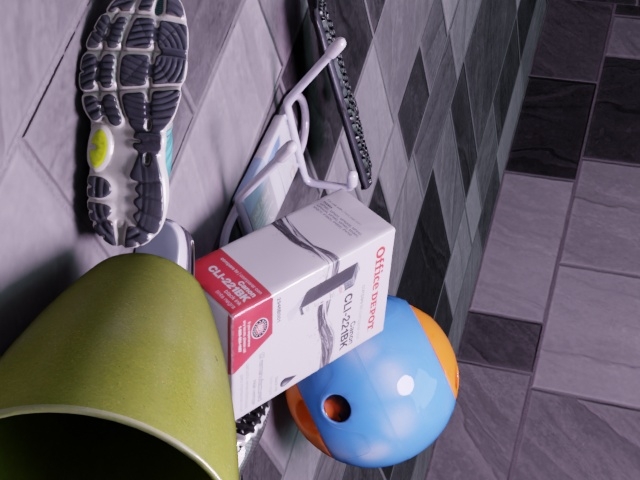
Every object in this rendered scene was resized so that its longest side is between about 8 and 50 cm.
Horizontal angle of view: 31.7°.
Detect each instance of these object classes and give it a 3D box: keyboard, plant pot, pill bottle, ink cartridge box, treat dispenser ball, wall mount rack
[{"bbox_3d":[0.030,-0.246,1.742,0.201,0.033,0.317,-100,174,-57],"label":"keyboard"},{"bbox_3d":[-0.197,0.151,1.083,0.293,0.275,0.274,-84,171,-52],"label":"plant pot"},{"bbox_3d":[-0.226,0.283,1.246,0.184,0.103,0.103,73,31,-54],"label":"pill bottle"},{"bbox_3d":[-0.041,0.079,1.474,0.273,0.114,0.197,-29,140,-32],"label":"ink cartridge box"},{"bbox_3d":[0.084,0.230,1.867,0.288,0.288,0.288,9,90,-72],"label":"treat dispenser ball"},{"bbox_3d":[-0.036,-0.107,1.589,0.304,0.131,0.350,77,28,-49],"label":"wall mount rack"}]

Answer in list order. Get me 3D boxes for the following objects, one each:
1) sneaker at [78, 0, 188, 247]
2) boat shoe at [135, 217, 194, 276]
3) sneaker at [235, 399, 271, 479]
[{"bbox_3d":[-0.197,-0.131,1.187,0.110,0.107,0.275,-89,-172,-76],"label":"sneaker"},{"bbox_3d":[-0.187,0.089,1.328,0.076,0.080,0.228,15,77,-70],"label":"boat shoe"},{"bbox_3d":[-0.135,0.313,1.591,0.106,0.078,0.234,84,27,-46],"label":"sneaker"}]
